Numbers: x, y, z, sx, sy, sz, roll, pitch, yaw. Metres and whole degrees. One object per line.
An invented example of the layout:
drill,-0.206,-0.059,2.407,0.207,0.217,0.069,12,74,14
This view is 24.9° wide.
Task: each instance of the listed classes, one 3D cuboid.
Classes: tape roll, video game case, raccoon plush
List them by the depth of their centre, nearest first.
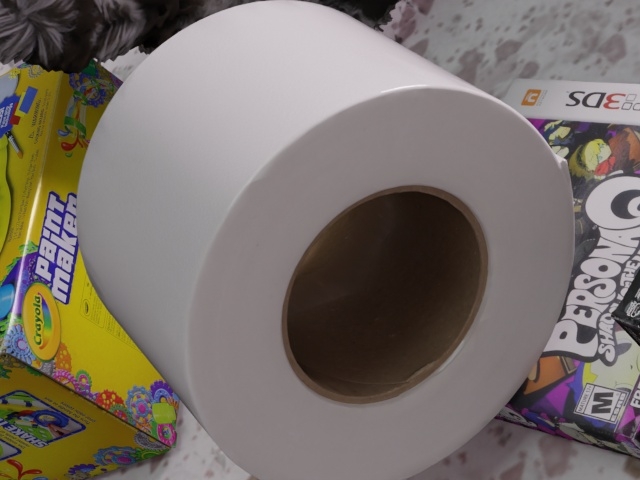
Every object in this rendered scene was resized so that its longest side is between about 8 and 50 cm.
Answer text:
tape roll,0.000,0.000,0.838,0.246,0.246,0.169,-51,38,0
video game case,0.162,0.007,0.901,0.210,0.042,0.232,11,69,49
raccoon plush,-0.142,-0.263,1.138,0.299,0.446,0.216,37,116,50

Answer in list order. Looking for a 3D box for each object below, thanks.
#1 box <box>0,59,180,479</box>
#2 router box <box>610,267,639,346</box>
box,-0.260,0.044,1.169,0.279,0.177,0.290,-23,47,31
router box,0.214,0.033,0.768,0.038,0.122,0.092,24,79,45
